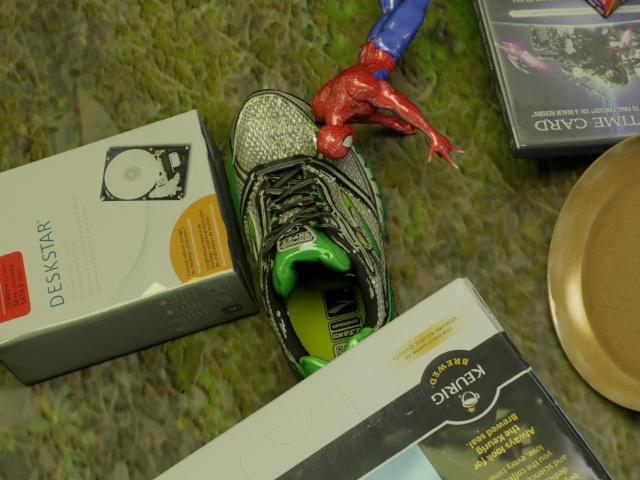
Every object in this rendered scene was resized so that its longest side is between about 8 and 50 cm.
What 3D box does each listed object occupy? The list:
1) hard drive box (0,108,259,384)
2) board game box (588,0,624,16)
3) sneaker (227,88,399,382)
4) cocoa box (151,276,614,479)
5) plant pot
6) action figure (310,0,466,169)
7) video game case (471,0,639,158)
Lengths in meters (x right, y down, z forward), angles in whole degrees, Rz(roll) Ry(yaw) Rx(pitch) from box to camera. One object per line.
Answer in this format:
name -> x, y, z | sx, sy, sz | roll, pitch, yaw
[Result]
hard drive box -> -0.192, 0.007, 1.620 | 0.232, 0.089, 0.181 | -19, 61, 5
board game box -> 0.277, -0.313, 1.640 | 0.147, 0.045, 0.193 | 43, 63, 15
sneaker -> 0.000, 0.000, 1.542 | 0.134, 0.146, 0.343 | -23, 60, 2
cocoa box -> 0.044, 0.244, 1.359 | 0.347, 0.231, 0.228 | -33, 61, -4
plant pot -> 0.290, 0.025, 1.462 | 0.236, 0.032, 0.236 | -7, 80, 45
action figure -> 0.086, -0.156, 1.624 | 0.139, 0.091, 0.280 | 42, 55, -14
video game case -> 0.239, -0.199, 1.610 | 0.196, 0.026, 0.274 | -4, 62, -13
